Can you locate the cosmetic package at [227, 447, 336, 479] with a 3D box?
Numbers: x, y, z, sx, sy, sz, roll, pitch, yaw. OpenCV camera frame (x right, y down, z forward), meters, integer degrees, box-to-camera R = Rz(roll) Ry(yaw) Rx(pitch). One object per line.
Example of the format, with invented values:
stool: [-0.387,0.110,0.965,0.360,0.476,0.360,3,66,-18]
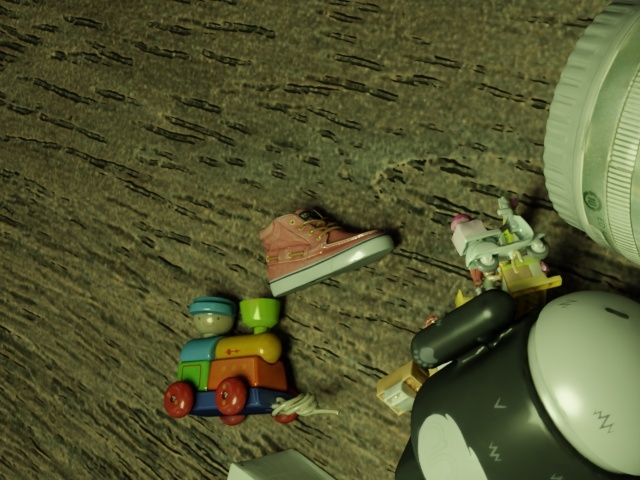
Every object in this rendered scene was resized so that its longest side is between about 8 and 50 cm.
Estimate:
cosmetic package: [0.009,0.311,1.280,0.239,0.098,0.060,30,111,38]

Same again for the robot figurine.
robot figurine: [0.193,0.157,1.063,0.278,0.209,0.174,-39,49,37]

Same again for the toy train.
toy train: [-0.064,0.128,1.349,0.248,0.105,0.143,-10,71,42]

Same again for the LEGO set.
LEGO set: [0.142,0.054,1.151,0.287,0.132,0.107,114,149,-51]

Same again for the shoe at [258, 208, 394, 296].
shoe: [0.000,0.000,1.300,0.178,0.063,0.081,-24,81,45]

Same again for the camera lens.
camera lens: [0.334,-0.061,0.891,0.274,0.219,0.219,23,107,39]
